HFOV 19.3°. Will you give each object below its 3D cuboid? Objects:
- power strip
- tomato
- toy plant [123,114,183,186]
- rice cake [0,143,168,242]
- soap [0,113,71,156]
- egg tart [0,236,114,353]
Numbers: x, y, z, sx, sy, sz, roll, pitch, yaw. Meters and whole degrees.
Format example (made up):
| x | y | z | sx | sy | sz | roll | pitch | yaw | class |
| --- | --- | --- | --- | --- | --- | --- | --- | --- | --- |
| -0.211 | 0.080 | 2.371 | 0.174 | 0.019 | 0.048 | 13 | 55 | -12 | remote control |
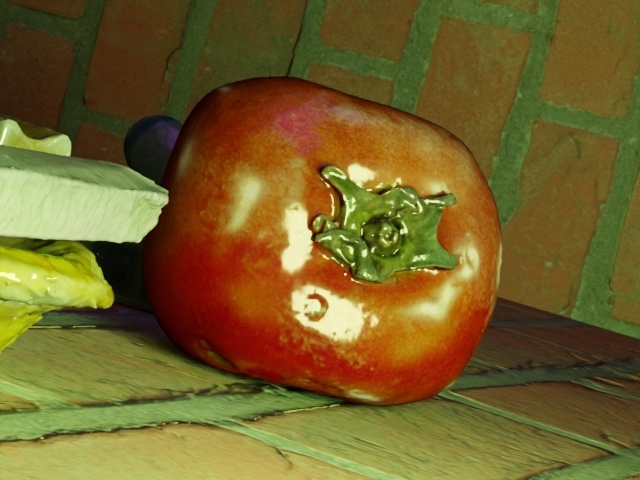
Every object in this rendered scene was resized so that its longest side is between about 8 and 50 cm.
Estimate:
| x | y | z | sx | sy | sz | roll | pitch | yaw | class |
| --- | --- | --- | --- | --- | --- | --- | --- | --- | --- |
| -0.190 | 0.029 | 1.957 | 0.286 | 0.080 | 0.048 | 15 | 5 | 6 | power strip |
| 0.000 | 0.000 | 1.714 | 0.325 | 0.293 | 0.290 | 8 | -8 | -21 | tomato |
| -0.139 | -0.035 | 2.264 | 0.247 | 0.247 | 0.332 | 13 | -3 | -32 | toy plant |
| -0.197 | -0.033 | 1.290 | 0.073 | 0.056 | 0.365 | 29 | 7 | 15 | rice cake |
| -0.353 | -0.051 | 1.764 | 0.089 | 0.173 | 0.274 | 14 | 3 | -40 | soap |
| -0.302 | 0.021 | 1.312 | 0.315 | 0.120 | 0.315 | 17 | 5 | -1 | egg tart |
